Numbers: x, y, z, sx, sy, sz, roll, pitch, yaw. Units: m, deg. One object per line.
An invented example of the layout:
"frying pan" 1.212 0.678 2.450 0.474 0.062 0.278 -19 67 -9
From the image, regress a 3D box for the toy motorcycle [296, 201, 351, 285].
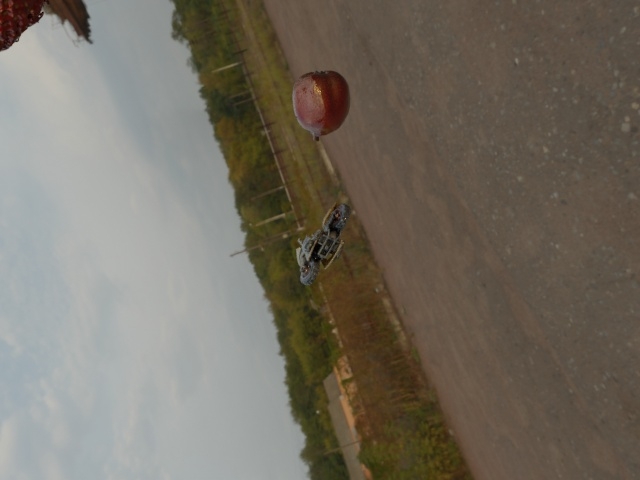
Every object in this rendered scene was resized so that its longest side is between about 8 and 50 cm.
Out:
"toy motorcycle" 0.001 0.000 1.215 0.094 0.229 0.130 26 -171 -19

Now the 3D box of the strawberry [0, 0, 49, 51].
"strawberry" -0.841 -0.565 1.152 0.292 0.292 0.343 -123 52 -81

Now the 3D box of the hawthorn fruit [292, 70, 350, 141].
"hawthorn fruit" 0.003 -0.369 1.299 0.169 0.169 0.188 -114 20 -65
